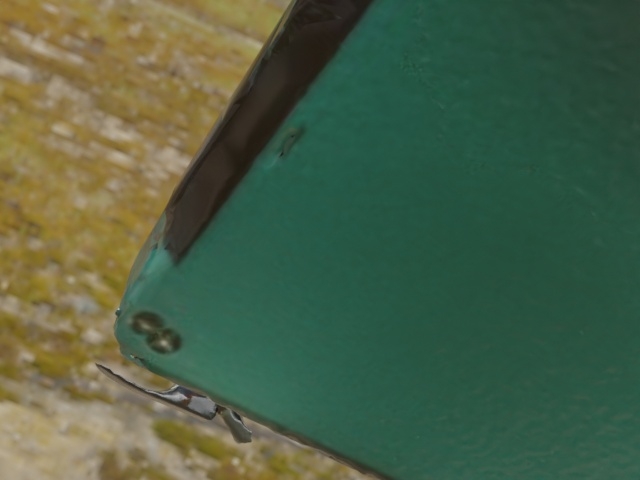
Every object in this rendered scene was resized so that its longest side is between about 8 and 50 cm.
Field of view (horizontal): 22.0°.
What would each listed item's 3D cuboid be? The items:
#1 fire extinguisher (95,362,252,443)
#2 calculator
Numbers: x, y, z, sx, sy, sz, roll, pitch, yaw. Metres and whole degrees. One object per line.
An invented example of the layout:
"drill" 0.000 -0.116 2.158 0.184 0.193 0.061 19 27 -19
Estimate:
"fire extinguisher" 0.000 0.000 1.105 0.135 0.337 0.114 47 -23 -17
"calculator" 0.079 -0.007 0.620 0.248 0.274 0.058 25 36 -14
